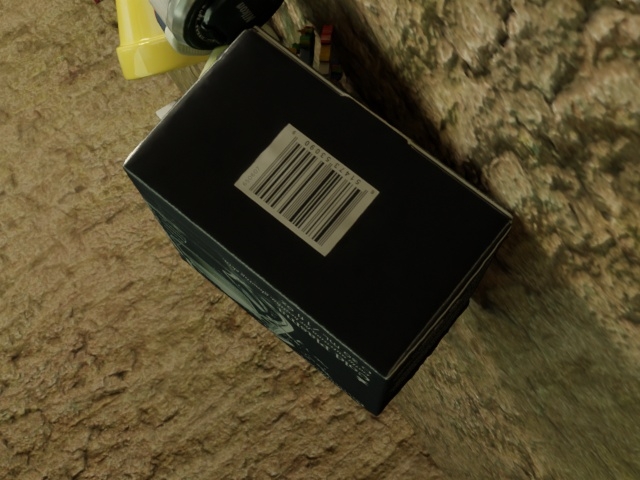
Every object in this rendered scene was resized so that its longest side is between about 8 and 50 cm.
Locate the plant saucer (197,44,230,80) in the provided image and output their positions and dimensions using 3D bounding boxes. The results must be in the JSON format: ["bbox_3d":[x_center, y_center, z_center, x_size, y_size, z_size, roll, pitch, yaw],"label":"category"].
[{"bbox_3d":[-0.155,-0.244,1.426,0.045,0.188,0.188,35,-159,8],"label":"plant saucer"}]

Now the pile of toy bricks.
[{"bbox_3d":[-0.021,-0.304,1.459,0.212,0.118,0.105,37,-123,-85],"label":"pile of toy bricks"}]

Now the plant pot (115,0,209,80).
[{"bbox_3d":[-0.390,-0.538,2.156,0.254,0.254,0.239,-145,37,-67],"label":"plant pot"}]

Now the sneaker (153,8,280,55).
[{"bbox_3d":[-0.193,-0.408,1.630,0.148,0.131,0.350,58,-165,12],"label":"sneaker"}]

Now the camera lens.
[{"bbox_3d":[-0.191,-0.452,1.371,0.274,0.219,0.219,54,171,13],"label":"camera lens"}]

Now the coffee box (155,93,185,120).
[{"bbox_3d":[-0.255,-0.307,2.171,0.098,0.246,0.141,49,168,46],"label":"coffee box"}]

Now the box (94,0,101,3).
[{"bbox_3d":[-0.357,-0.582,1.684,0.128,0.257,0.122,55,169,1],"label":"box"}]

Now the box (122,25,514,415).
[{"bbox_3d":[0.000,0.000,1.409,0.480,0.297,0.472,38,169,12],"label":"box"}]
